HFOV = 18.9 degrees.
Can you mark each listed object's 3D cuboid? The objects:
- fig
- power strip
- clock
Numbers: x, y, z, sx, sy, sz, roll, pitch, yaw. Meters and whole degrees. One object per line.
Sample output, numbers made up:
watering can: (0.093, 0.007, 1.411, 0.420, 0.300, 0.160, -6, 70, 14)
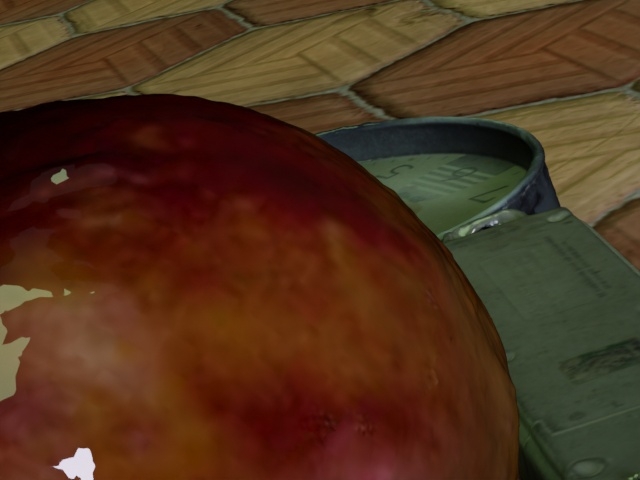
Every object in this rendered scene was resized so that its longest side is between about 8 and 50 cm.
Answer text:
fig: (-0.065, 0.064, 0.500, 0.224, 0.224, 0.263, 3, 24, 44)
power strip: (0.091, 0.049, 0.665, 0.078, 0.052, 0.272, -17, 17, -5)
clock: (0.000, 0.000, 0.885, 0.226, 0.049, 0.226, -13, 18, 4)
